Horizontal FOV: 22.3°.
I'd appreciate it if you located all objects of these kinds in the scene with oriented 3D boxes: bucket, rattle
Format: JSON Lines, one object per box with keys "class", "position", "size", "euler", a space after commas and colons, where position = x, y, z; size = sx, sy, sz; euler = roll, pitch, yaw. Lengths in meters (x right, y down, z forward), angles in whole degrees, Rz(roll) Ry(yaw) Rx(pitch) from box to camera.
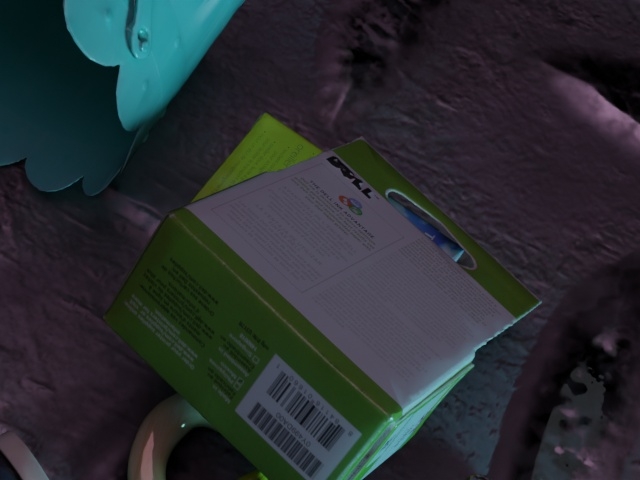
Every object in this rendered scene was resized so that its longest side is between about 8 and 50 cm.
{"class": "bucket", "position": [-0.191, -0.188, 1.108], "size": [0.281, 0.281, 0.183], "euler": [33, 62, 7]}
{"class": "rattle", "position": [-0.069, 0.109, 1.059], "size": [0.130, 0.143, 0.199], "euler": [-4, 72, 9]}

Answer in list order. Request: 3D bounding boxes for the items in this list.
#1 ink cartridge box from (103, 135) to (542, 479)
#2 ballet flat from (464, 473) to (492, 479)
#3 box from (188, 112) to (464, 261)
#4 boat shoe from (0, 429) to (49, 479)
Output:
{"class": "ink cartridge box", "position": [0.013, 0.045, 1.077], "size": [0.189, 0.097, 0.255], "euler": [43, 30, 13]}
{"class": "ballet flat", "position": [0.098, 0.206, 1.091], "size": [0.041, 0.041, 0.114], "euler": [23, 64, 2]}
{"class": "box", "position": [0.000, 0.000, 1.167], "size": [0.178, 0.042, 0.109], "euler": [34, 66, 7]}
{"class": "boat shoe", "position": [-0.166, 0.236, 1.007], "size": [0.079, 0.095, 0.254], "euler": [-27, 71, -20]}
